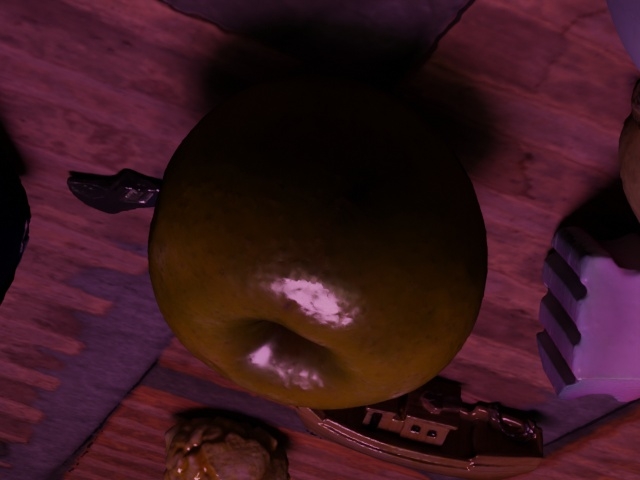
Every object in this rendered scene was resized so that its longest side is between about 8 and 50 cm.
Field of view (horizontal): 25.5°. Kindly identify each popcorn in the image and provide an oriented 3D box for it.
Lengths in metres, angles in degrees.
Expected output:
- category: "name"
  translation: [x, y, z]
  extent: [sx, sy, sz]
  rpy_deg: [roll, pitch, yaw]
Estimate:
- category: "popcorn"
  translation: [-0.086, 0.215, 1.266]
  extent: [0.116, 0.106, 0.120]
  rpy_deg: [-9, 147, 16]

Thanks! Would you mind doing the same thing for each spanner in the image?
- category: "spanner"
  translation: [-0.064, -0.019, 0.925]
  extent: [0.209, 0.012, 0.046]
  rpy_deg: [9, 152, 2]

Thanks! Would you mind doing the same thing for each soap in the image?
- category: "soap"
  translation: [0.167, 0.045, 0.844]
  extent: [0.056, 0.100, 0.149]
  rpy_deg: [6, -171, 0]

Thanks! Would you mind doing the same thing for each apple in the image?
- category: "apple"
  translation: [0.000, 0.000, 0.782]
  extent: [0.196, 0.157, 0.196]
  rpy_deg: [9, 151, 5]

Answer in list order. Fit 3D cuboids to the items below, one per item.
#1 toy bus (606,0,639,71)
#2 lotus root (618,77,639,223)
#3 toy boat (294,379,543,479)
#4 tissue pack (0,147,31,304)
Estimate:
- category: "toy bus"
  translation: [0.243, -0.101, 0.485]
  extent: [0.288, 0.194, 0.232]
  rpy_deg: [0, 158, 19]
- category: "lotus root"
  translation: [0.209, -0.027, 0.740]
  extent: [0.090, 0.077, 0.183]
  rpy_deg: [-12, 146, 35]
- category: "toy boat"
  translation: [0.076, 0.142, 1.120]
  extent: [0.206, 0.064, 0.072]
  rpy_deg: [15, 137, -7]
- category: "tissue pack"
  translation: [-0.348, -0.038, 0.733]
  extent: [0.253, 0.264, 0.416]
  rpy_deg: [7, 151, 14]
